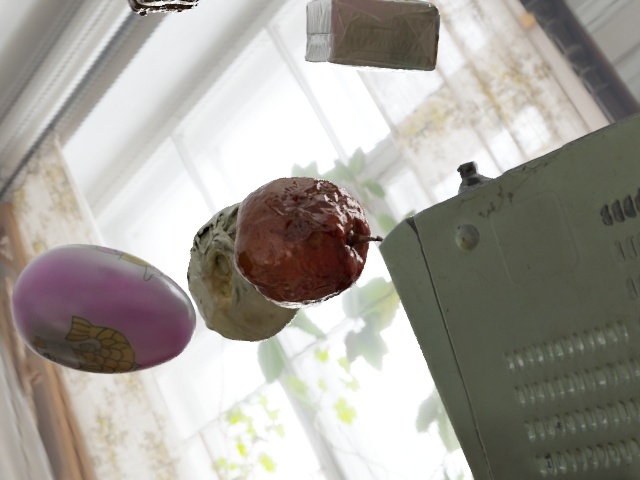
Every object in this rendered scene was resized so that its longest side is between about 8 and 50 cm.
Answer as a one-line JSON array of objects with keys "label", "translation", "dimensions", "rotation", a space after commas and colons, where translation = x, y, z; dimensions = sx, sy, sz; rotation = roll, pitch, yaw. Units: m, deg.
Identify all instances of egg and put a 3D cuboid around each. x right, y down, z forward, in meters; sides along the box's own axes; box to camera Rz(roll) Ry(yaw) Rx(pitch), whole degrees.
[{"label": "egg", "translation": [-0.322, 0.102, 1.371], "dimensions": [0.271, 0.196, 0.196], "rotation": [-1, -21, 1]}]

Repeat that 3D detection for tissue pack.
[{"label": "tissue pack", "translation": [0.082, -0.355, 1.577], "dimensions": [0.185, 0.124, 0.225], "rotation": [0, 11, -12]}]

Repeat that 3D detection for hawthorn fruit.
[{"label": "hawthorn fruit", "translation": [0.000, 0.000, 1.363], "dimensions": [0.243, 0.207, 0.207], "rotation": [-2, -2, 36]}]

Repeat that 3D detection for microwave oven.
[{"label": "microwave oven", "translation": [0.296, 0.018, 0.691], "dimensions": [0.394, 0.247, 0.333], "rotation": [-8, -14, -45]}]

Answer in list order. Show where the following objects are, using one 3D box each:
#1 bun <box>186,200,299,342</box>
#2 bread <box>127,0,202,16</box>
[{"label": "bun", "translation": [-0.146, 0.048, 1.659], "dimensions": [0.146, 0.287, 0.287], "rotation": [13, -43, -44]}, {"label": "bread", "translation": [-0.204, -0.416, 1.206], "dimensions": [0.135, 0.246, 0.232], "rotation": [5, 14, -14]}]
